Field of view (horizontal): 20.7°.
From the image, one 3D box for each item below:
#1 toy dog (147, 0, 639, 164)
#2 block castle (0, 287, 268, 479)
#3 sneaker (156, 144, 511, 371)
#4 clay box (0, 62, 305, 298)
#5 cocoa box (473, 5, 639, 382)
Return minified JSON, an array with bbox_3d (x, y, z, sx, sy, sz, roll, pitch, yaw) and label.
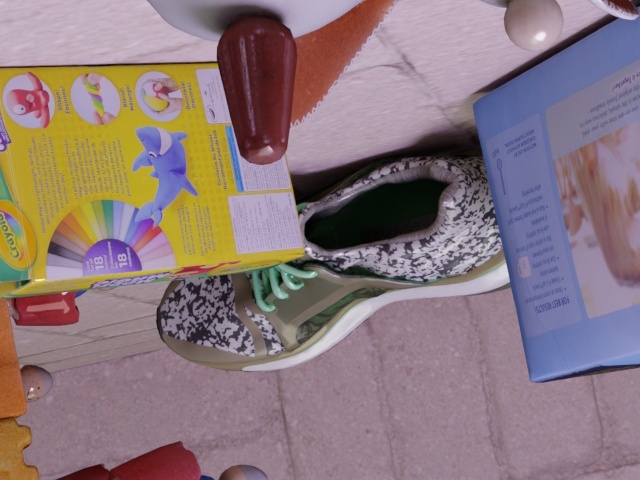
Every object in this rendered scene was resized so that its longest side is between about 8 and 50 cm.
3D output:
[{"bbox_3d":[0.027,-0.103,0.659,0.334,0.161,0.220,-5,171,-37],"label":"toy dog"},{"bbox_3d":[-0.198,0.106,1.337,0.213,0.303,0.453,-10,173,-17],"label":"block castle"},{"bbox_3d":[0.000,0.000,1.552,0.410,0.158,0.182,-23,158,26],"label":"sneaker"},{"bbox_3d":[-0.122,-0.038,1.044,0.222,0.127,0.053,-5,170,-35],"label":"clay box"},{"bbox_3d":[0.297,-0.045,1.213,0.228,0.231,0.347,-7,171,-25],"label":"cocoa box"}]
